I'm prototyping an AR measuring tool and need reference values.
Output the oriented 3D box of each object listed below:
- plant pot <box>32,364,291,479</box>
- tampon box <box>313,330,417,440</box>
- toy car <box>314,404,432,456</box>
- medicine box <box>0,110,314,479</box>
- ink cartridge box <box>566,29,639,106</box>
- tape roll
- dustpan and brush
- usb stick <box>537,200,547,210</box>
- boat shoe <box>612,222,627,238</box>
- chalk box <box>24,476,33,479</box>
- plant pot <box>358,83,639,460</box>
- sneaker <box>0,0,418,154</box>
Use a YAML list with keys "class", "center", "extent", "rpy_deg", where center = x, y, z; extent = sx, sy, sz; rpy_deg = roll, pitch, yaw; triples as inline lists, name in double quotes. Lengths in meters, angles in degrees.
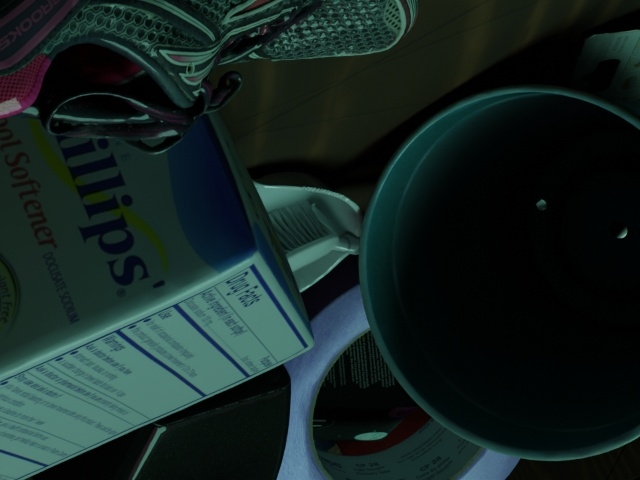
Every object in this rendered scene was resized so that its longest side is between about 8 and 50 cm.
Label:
- class: "plant pot"
  center: [-0.128, 0.121, 1.174]
  extent: [0.187, 0.188, 0.167]
  rpy_deg: [-14, 153, -34]
- class: "tampon box"
  center: [-0.001, 0.135, 1.455]
  extent: [0.161, 0.101, 0.120]
  rpy_deg: [2, 157, -14]
- class: "toy car"
  center: [0.045, 0.180, 1.628]
  extent: [0.219, 0.210, 0.238]
  rpy_deg: [-38, 150, 10]
- class: "medicine box"
  center: [-0.169, 0.032, 0.842]
  extent: [0.289, 0.149, 0.263]
  rpy_deg: [-25, 165, 0]
- class: "ink cartridge box"
  center: [0.302, -0.158, 1.149]
  extent: [0.225, 0.056, 0.181]
  rpy_deg: [-5, 164, 0]
- class: "tape roll"
  center: [0.062, 0.134, 1.331]
  extent: [0.275, 0.274, 0.090]
  rpy_deg: [-20, -154, -15]
- class: "dustpan and brush"
  center: [0.000, 0.000, 1.133]
  extent: [0.211, 0.060, 0.147]
  rpy_deg: [-21, 151, -47]
- class: "usb stick"
  center: [0.135, 0.005, 1.425]
  extent: [0.278, 0.045, 0.077]
  rpy_deg: [-33, 155, 31]
- class: "boat shoe"
  center: [0.251, -0.004, 1.480]
  extent: [0.268, 0.096, 0.088]
  rpy_deg: [-31, 160, 21]
- class: "chalk box"
  center: [-0.210, 0.248, 1.464]
  extent: [0.179, 0.180, 0.289]
  rpy_deg: [-22, 164, -10]
- class: "plant pot"
  center: [0.205, 0.009, 1.160]
  extent: [0.272, 0.271, 0.255]
  rpy_deg: [-32, 173, 27]
- class: "sneaker"
  center: [-0.065, -0.094, 0.640]
  extent: [0.299, 0.112, 0.121]
  rpy_deg: [-9, 159, -45]
